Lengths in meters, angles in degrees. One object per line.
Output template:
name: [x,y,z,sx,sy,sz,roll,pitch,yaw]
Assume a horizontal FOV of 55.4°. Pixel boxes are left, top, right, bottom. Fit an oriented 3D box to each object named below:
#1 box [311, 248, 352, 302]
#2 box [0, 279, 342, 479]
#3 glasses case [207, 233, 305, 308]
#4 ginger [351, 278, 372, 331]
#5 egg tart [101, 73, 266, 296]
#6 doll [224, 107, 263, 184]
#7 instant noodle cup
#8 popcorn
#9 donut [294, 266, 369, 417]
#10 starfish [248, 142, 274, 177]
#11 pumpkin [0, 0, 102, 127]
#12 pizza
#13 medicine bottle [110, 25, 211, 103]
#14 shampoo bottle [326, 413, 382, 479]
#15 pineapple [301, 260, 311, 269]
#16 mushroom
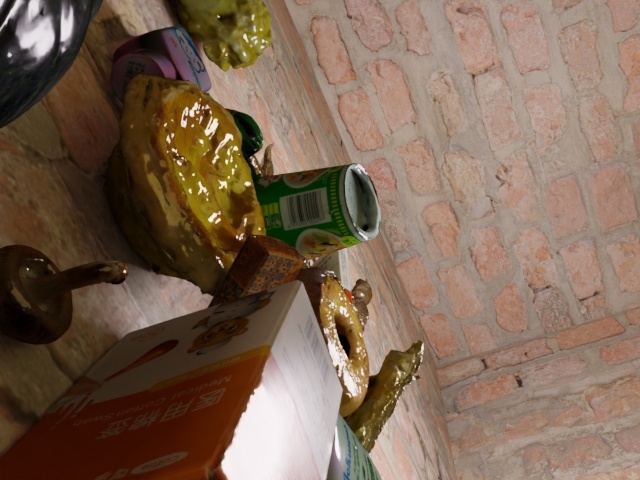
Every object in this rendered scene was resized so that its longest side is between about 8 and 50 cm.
box: [0.014,0.118,1.385,0.035,0.139,0.245,32,31,-23]
box: [-0.117,0.178,0.522,0.341,0.225,0.143,-62,132,-74]
glasses case: [-0.106,0.097,0.733,0.049,0.218,0.075,38,13,34]
ginger: [0.121,0.191,1.834,0.122,0.084,0.290,62,13,-7]
egg tart: [-0.181,-0.058,0.817,0.341,0.132,0.341,-18,90,-75]
doll: [-0.158,-0.184,1.148,0.134,0.106,0.186,50,19,-18]
instant noodle cup: [-0.023,-0.052,1.141,0.207,0.232,0.207,30,54,-53]
popcorn: [-0.217,-0.497,1.269,0.286,0.173,0.225,55,2,-20]
donut: [-0.017,0.188,1.114,0.299,0.150,0.317,55,19,-44]
starfish: [-0.121,-0.120,1.324,0.236,0.062,0.277,54,28,-55]
pumpkin: [-0.281,-0.209,0.364,0.323,0.241,0.323,60,12,-21]
pizza: [0.102,0.307,1.198,0.075,0.288,0.280,38,-12,2]
medicine bottle: [-0.244,-0.252,0.925,0.188,0.094,0.119,-79,145,-67]
shampoo bottle: [-0.027,0.315,0.873,0.222,0.151,0.349,-86,153,-49]
pineapple: [-0.039,0.087,1.352,0.137,0.069,0.116,-34,104,-79]
mushroom: [-0.236,0.046,0.543,0.129,0.073,0.088,-6,58,-43]
